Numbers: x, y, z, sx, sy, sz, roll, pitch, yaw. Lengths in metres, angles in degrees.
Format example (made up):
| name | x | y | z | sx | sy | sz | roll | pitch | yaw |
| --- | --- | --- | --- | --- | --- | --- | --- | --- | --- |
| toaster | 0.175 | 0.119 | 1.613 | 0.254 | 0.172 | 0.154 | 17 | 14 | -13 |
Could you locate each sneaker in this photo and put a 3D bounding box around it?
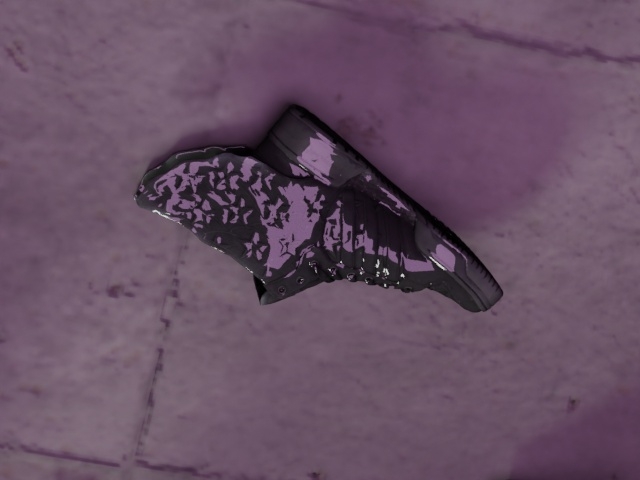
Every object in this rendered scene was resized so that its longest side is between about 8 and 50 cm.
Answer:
| name | x | y | z | sx | sy | sz | roll | pitch | yaw |
| --- | --- | --- | --- | --- | --- | --- | --- | --- | --- |
| sneaker | 0.000 | 0.001 | 0.930 | 0.170 | 0.051 | 0.089 | 40 | 96 | -14 |
